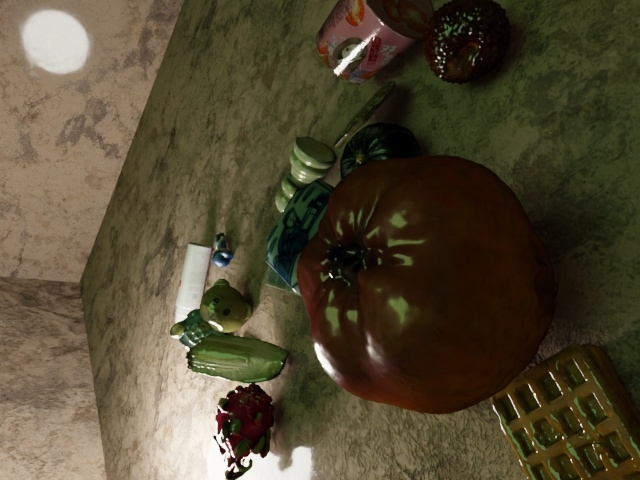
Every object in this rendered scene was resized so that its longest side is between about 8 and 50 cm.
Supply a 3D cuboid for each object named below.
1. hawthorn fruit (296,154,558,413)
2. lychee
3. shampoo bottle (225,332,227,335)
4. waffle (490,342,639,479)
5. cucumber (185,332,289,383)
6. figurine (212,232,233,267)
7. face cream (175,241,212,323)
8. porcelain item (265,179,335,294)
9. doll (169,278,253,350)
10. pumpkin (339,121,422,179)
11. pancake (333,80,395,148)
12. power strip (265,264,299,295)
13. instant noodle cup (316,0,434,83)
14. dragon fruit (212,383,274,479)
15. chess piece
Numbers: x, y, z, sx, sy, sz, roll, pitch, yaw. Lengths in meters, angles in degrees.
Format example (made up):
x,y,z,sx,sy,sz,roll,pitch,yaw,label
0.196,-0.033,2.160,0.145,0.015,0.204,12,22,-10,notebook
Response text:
x,y,z,sx,sy,sz,roll,pitch,yaw,label
0.202,0.081,0.920,0.472,0.472,0.471,-15,71,50,hawthorn fruit
0.311,-0.438,1.115,0.188,0.188,0.188,-15,71,50,lychee
-0.367,0.380,1.887,0.063,0.057,0.207,-46,49,37,shampoo bottle
0.435,0.354,0.835,0.224,0.098,0.327,-48,47,37,waffle
-0.245,0.377,1.624,0.326,0.145,0.105,2,105,18,cucumber
-0.384,0.038,1.973,0.077,0.080,0.136,79,167,-57,figurine
-0.521,0.184,2.094,0.102,0.102,0.345,16,93,52,face cream
0.000,0.000,1.380,0.281,0.157,0.286,-56,42,8,porcelain item
-0.368,0.274,1.796,0.177,0.161,0.260,44,99,10,doll
0.148,-0.184,1.269,0.221,0.162,0.220,-11,75,45,pumpkin
0.113,-0.329,1.344,0.235,0.029,0.212,-48,10,-1,pancake
-0.088,0.121,1.589,0.272,0.052,0.078,9,88,53,power strip
0.127,-0.549,1.327,0.231,0.243,0.242,-34,57,51,instant noodle cup
-0.231,0.579,1.583,0.218,0.198,0.272,33,132,39,dragon fruit
-0.061,-0.181,1.580,0.243,0.133,0.133,-62,41,33,chess piece
